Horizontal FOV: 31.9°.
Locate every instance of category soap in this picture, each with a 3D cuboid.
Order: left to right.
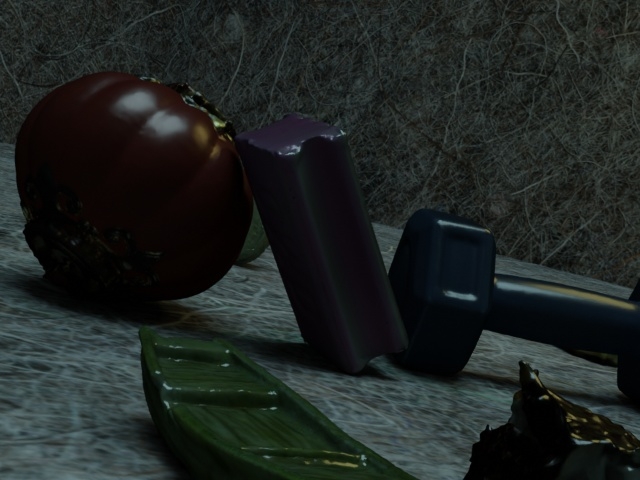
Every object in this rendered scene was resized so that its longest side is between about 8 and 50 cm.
[{"bbox_3d":[0.000,0.000,0.943,0.065,0.203,0.122,-24,18,-16],"label":"soap"}]

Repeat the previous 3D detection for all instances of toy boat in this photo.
[{"bbox_3d":[-0.018,0.104,0.549,0.093,0.055,0.293,10,4,-31],"label":"toy boat"}]

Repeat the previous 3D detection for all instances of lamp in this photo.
[{"bbox_3d":[-0.170,-0.041,0.999,0.227,0.227,0.227,12,5,-1],"label":"lamp"}]

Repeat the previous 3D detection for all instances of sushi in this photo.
[{"bbox_3d":[0.105,0.115,0.486,0.098,0.094,0.084,28,3,-9],"label":"sushi"}]

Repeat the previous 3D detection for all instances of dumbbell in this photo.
[{"bbox_3d":[0.223,0.070,1.047,0.325,0.160,0.144,10,36,-8],"label":"dumbbell"}]

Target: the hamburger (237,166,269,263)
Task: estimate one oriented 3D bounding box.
[{"bbox_3d":[-0.118,-0.037,1.508,0.140,0.133,0.062,23,0,18],"label":"hamburger"}]

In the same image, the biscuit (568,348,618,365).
[{"bbox_3d":[0.388,0.127,1.433,0.273,0.036,0.187,9,6,-39],"label":"biscuit"}]
